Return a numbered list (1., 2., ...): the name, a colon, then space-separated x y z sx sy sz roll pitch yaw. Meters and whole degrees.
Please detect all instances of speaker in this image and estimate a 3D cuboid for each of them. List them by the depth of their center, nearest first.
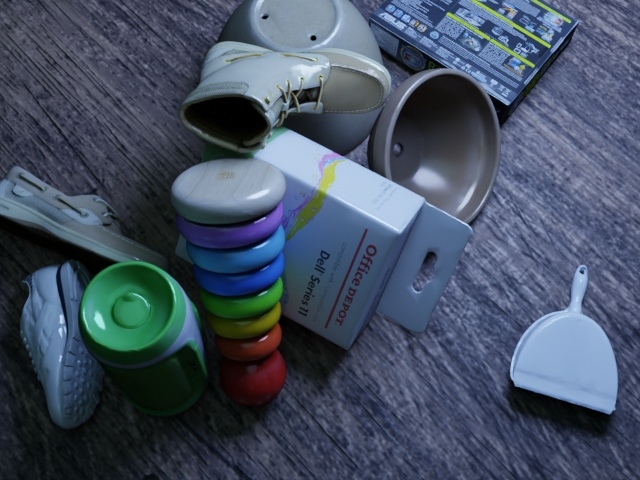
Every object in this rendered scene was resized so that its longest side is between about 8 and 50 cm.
1. speaker: -0.209 0.130 1.090 0.131 0.296 0.131 0 66 -1

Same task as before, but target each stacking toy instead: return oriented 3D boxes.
1. stacking toy: -0.100 0.067 1.133 0.141 0.330 0.141 -4 29 2

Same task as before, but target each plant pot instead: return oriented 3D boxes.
1. plant pot: 0.145 -0.130 1.287 0.109 0.237 0.237 13 59 49
2. plant pot: -0.036 -0.280 1.336 0.284 0.191 0.284 0 67 0

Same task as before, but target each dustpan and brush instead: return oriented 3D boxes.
1. dustpan and brush: 0.354 0.126 1.240 0.147 0.060 0.211 16 73 5

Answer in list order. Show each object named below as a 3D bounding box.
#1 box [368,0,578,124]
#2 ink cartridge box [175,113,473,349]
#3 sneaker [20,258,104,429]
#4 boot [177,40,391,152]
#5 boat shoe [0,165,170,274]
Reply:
1. box: 0.244 -0.340 1.432 0.270 0.060 0.216 35 67 13
2. ink cartridge box: 0.000 0.000 1.191 0.353 0.207 0.119 27 32 11
3. sneaker: -0.359 0.145 1.209 0.094 0.090 0.235 -14 65 12
4. boot: -0.040 -0.183 1.146 0.261 0.095 0.203 10 31 0
5. boat shoe: -0.338 -0.023 1.264 0.302 0.109 0.098 22 68 15
